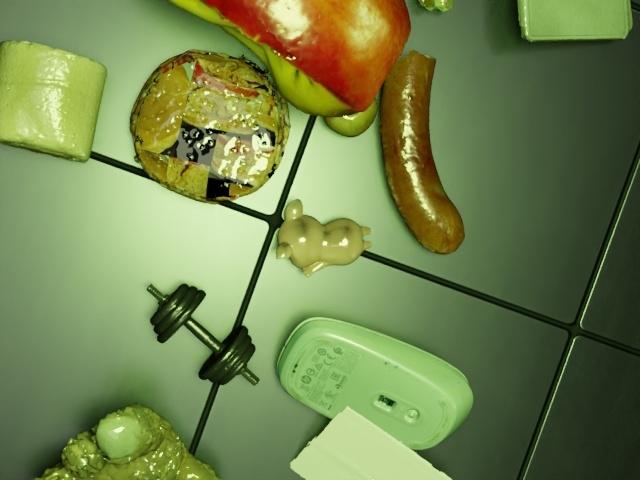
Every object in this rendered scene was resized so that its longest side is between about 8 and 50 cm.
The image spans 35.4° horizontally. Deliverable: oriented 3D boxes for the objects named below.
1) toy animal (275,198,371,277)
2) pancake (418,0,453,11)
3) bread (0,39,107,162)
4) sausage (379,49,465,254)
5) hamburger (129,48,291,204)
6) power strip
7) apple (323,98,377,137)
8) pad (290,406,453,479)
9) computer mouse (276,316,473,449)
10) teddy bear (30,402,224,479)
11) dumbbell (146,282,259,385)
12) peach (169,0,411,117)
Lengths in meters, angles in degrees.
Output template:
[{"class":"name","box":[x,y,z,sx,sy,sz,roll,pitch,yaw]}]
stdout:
[{"class":"toy animal","box":[0.002,-0.003,1.455,0.150,0.083,0.089,1,136,-18]},{"class":"pancake","box":[0.242,-0.505,1.477,0.197,0.054,0.377,34,89,-13]},{"class":"bread","box":[-0.375,-0.187,1.360,0.148,0.134,0.141,11,92,2]},{"class":"sausage","box":[0.142,-0.124,1.470,0.102,0.076,0.302,-10,95,-7]},{"class":"hamburger","box":[-0.153,-0.162,1.413,0.230,0.107,0.231,0,95,-1]},{"class":"power strip","box":[0.361,-0.393,1.490,0.213,0.064,0.198,-7,94,-28]},{"class":"apple","box":[0.044,-0.191,1.453,0.084,0.071,0.084,-1,94,-9]},{"class":"pad","box":[0.084,0.355,1.490,0.232,0.004,0.156,37,117,-9]},{"class":"computer mouse","box":[0.083,0.201,1.467,0.288,0.097,0.159,25,123,-2]},{"class":"teddy bear","box":[-0.297,0.347,1.396,0.256,0.156,0.267,-41,128,-8]},{"class":"dumbbell","box":[-0.167,0.135,1.429,0.208,0.099,0.099,43,87,-8]},{"class":"peach","box":[-0.047,-0.340,1.323,0.380,0.306,0.242,41,94,-4]}]
